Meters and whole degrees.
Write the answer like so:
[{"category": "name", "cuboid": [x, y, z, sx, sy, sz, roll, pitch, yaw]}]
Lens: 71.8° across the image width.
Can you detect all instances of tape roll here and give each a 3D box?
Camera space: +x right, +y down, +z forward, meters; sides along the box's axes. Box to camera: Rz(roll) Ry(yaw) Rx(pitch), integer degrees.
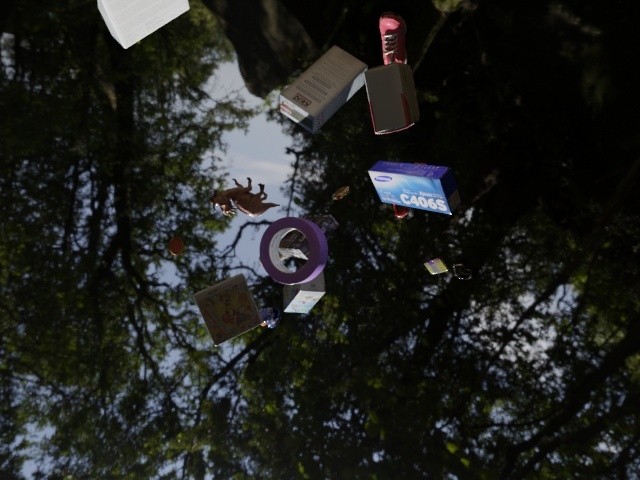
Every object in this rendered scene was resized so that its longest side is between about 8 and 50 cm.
[{"category": "tape roll", "cuboid": [-0.111, 0.041, 1.824, 0.274, 0.275, 0.090, 17, -176, 20]}]

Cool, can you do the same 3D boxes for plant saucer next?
[{"category": "plant saucer", "cuboid": [-0.670, 0.026, 2.049, 0.013, 0.084, 0.083, -1, -171, 28]}]

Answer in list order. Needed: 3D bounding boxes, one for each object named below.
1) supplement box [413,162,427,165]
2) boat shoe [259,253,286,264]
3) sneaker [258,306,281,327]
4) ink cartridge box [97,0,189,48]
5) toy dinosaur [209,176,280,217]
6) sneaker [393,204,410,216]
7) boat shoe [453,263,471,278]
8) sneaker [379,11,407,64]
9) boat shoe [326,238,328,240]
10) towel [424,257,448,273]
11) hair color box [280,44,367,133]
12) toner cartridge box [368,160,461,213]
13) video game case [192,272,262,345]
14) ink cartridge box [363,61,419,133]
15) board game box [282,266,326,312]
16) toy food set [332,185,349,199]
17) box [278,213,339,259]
[{"category": "supplement box", "cuboid": [0.459, -0.306, 1.964, 0.062, 0.036, 0.098, 17, 171, 47]}, {"category": "boat shoe", "cuboid": [-0.227, 0.061, 2.670, 0.302, 0.109, 0.098, -24, -171, -21]}, {"category": "sneaker", "cuboid": [-0.218, 0.348, 2.027, 0.087, 0.083, 0.221, -28, 167, 6]}, {"category": "ink cartridge box", "cuboid": [-0.631, -0.893, 1.515, 0.091, 0.308, 0.385, 46, 164, 11]}, {"category": "toy dinosaur", "cuboid": [-0.343, -0.170, 1.999, 0.295, 0.200, 0.127, 25, 162, -13]}, {"category": "sneaker", "cuboid": [0.420, -0.252, 2.296, 0.107, 0.279, 0.118, 2, -155, 30]}, {"category": "boat shoe", "cuboid": [0.511, 0.121, 1.586, 0.049, 0.042, 0.133, -16, 155, 29]}, {"category": "sneaker", "cuboid": [0.334, -0.872, 1.995, 0.116, 0.136, 0.314, 4, 153, 22]}, {"category": "boat shoe", "cuboid": [0.000, 0.000, 2.405, 0.081, 0.228, 0.069, 17, -141, -8]}, {"category": "towel", "cuboid": [0.432, 0.095, 1.643, 0.009, 0.060, 0.083, -45, -169, -37]}, {"category": "hair color box", "cuboid": [0.016, -0.650, 1.892, 0.185, 0.374, 0.114, 37, 158, 12]}, {"category": "toner cartridge box", "cuboid": [0.355, -0.209, 1.695, 0.075, 0.165, 0.348, -44, -145, -22]}, {"category": "video game case", "cuboid": [-0.358, 0.269, 1.730, 0.206, 0.227, 0.026, -24, -164, -18]}, {"category": "ink cartridge box", "cuboid": [0.254, -0.491, 1.525, 0.117, 0.207, 0.283, -8, -165, 22]}, {"category": "board game box", "cuboid": [-0.094, 0.268, 2.374, 0.144, 0.275, 0.142, 7, -124, -22]}, {"category": "toy food set", "cuboid": [0.082, -0.190, 1.777, 0.083, 0.020, 0.082, -30, -163, 16]}, {"category": "box", "cuboid": [-0.075, -0.022, 2.233, 0.076, 0.242, 0.307, 49, 159, -21]}]
